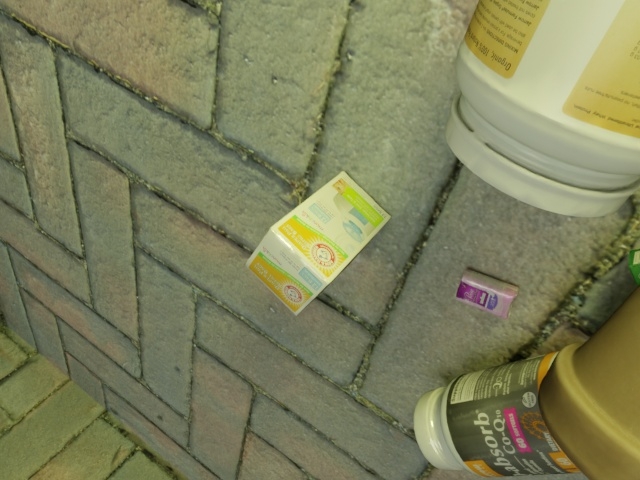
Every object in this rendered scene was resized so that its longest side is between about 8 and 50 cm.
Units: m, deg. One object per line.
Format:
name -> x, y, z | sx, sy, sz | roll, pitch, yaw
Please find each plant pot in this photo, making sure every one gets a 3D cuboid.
plant pot -> 0.388, 0.126, 0.476 | 0.263, 0.263, 0.229 | 25, 112, 22

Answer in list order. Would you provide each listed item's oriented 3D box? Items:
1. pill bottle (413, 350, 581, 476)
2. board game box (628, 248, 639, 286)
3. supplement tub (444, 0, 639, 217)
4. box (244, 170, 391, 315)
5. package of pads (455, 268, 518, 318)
pill bottle -> 0.288, 0.273, 0.746 | 0.162, 0.162, 0.278 | 52, 135, -4
board game box -> 0.537, 0.068, 0.504 | 0.317, 0.046, 0.213 | -22, 103, 43
supplement tub -> 0.254, -0.199, 0.407 | 0.228, 0.228, 0.316 | 31, 133, 16
box -> 0.000, 0.000, 0.746 | 0.114, 0.203, 0.103 | 44, 135, 3
package of pads -> 0.250, 0.080, 0.735 | 0.083, 0.032, 0.050 | 22, 127, 24
